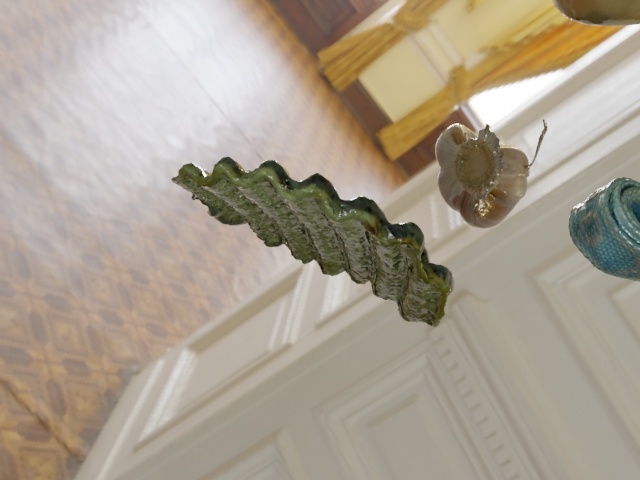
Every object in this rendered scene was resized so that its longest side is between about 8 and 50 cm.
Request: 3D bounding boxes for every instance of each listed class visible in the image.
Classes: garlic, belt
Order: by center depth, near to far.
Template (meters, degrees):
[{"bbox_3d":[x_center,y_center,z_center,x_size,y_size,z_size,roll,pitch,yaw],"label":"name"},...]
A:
[{"bbox_3d":[0.373,0.055,0.843,0.302,0.072,0.087,38,47,-3],"label":"belt"},{"bbox_3d":[0.338,-0.156,1.644,0.207,0.257,0.207,52,3,-4],"label":"garlic"}]

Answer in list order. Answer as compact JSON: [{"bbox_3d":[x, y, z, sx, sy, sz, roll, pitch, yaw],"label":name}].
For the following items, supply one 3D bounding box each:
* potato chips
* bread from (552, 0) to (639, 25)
[{"bbox_3d":[0.000,0.000,1.112,0.359,0.070,0.429,21,-12,14],"label":"potato chips"},{"bbox_3d":[0.429,-0.526,1.252,0.376,0.253,0.348,63,1,-36],"label":"bread"}]
